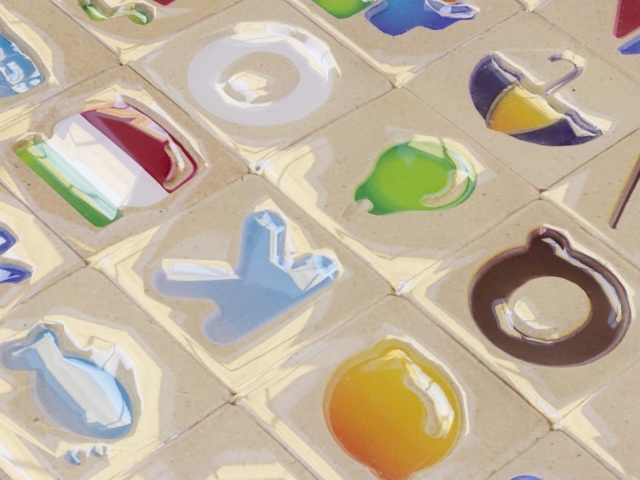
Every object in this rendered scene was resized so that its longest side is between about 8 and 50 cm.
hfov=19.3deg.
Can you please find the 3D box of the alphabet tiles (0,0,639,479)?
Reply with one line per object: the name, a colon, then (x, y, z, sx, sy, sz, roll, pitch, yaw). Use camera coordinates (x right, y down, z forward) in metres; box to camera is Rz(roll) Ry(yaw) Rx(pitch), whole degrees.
alphabet tiles: (0.000, 0.000, 0.508, 0.285, 0.342, 0.011, 40, 144, 27)
